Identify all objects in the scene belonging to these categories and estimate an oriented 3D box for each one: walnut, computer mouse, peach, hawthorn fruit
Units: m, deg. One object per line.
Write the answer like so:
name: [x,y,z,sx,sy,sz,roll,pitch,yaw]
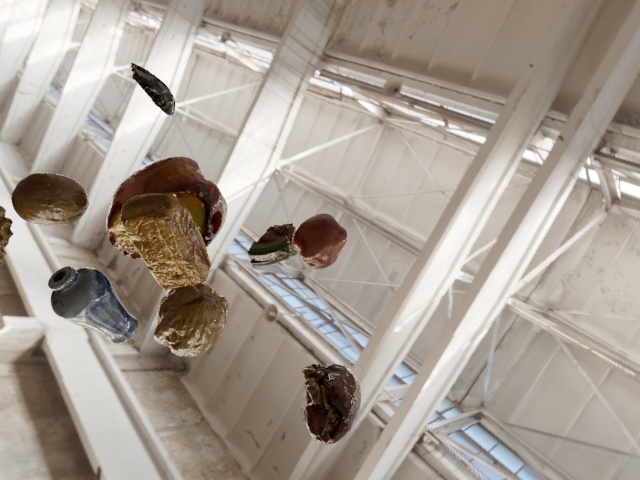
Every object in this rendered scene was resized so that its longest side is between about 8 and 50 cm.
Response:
walnut: [-0.421,0.257,1.406,0.257,0.257,0.224,-44,-114,21]
computer mouse: [-0.625,-0.577,1.640,0.077,0.241,0.146,-40,-129,0]
walnut: [0.027,0.531,1.465,0.222,0.269,0.243,-29,-86,1]
peach: [-0.507,-0.109,1.468,0.406,0.335,0.310,-32,-147,18]
hawthorn fruit: [0.000,0.000,1.418,0.189,0.189,0.189,-10,-107,36]
walnut: [-0.817,-0.124,1.315,0.167,0.207,0.167,-3,-95,43]

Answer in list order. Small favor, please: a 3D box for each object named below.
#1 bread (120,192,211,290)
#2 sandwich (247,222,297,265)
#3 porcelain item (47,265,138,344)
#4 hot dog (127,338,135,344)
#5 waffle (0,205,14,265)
bread: [-0.432,0.005,1.220,0.167,0.294,0.132,-4,-140,13]
sandwich: [-0.178,0.006,1.598,0.185,0.109,0.159,-12,-123,12]
porcelain item: [-0.582,0.169,1.111,0.141,0.259,0.141,-11,-136,11]
hot dog: [-0.988,0.509,2.213,0.034,0.090,0.030,26,-111,21]
waffle: [-1.084,-0.018,1.301,0.058,0.300,0.281,-2,-123,20]
